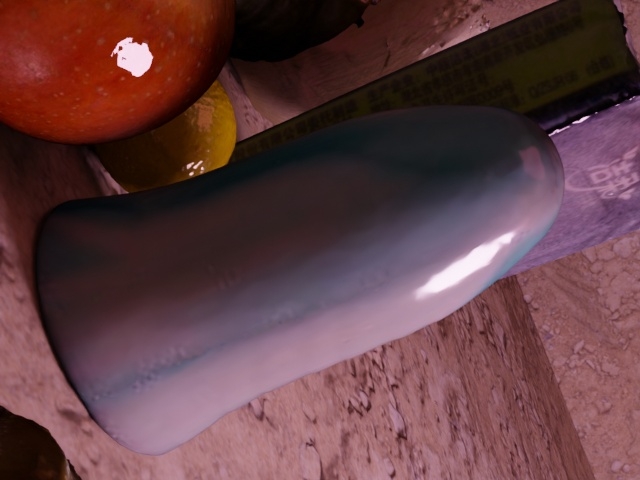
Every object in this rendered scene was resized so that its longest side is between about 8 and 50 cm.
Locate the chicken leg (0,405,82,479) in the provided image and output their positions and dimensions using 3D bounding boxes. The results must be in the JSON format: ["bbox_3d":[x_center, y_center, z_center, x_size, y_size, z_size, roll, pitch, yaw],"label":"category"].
[{"bbox_3d":[-0.165,0.130,0.501,0.361,0.140,0.211,-98,-178,-72],"label":"chicken leg"}]

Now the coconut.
[{"bbox_3d":[0.017,-0.241,1.408,0.297,0.255,0.297,58,-2,3],"label":"coconut"}]

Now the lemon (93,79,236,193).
[{"bbox_3d":[-0.117,-0.084,1.001,0.133,0.109,0.109,54,14,8],"label":"lemon"}]

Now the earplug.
[{"bbox_3d":[0.000,0.000,0.865,0.185,0.324,0.185,57,19,-31],"label":"earplug"}]

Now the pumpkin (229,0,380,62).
[{"bbox_3d":[-0.084,-0.302,1.147,0.225,0.256,0.303,35,9,-35],"label":"pumpkin"}]

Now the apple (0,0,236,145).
[{"bbox_3d":[-0.166,-0.164,0.837,0.235,0.173,0.210,48,21,-25],"label":"apple"}]

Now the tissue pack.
[{"bbox_3d":[0.096,-0.045,1.124,0.288,0.394,0.124,36,34,-64],"label":"tissue pack"}]
